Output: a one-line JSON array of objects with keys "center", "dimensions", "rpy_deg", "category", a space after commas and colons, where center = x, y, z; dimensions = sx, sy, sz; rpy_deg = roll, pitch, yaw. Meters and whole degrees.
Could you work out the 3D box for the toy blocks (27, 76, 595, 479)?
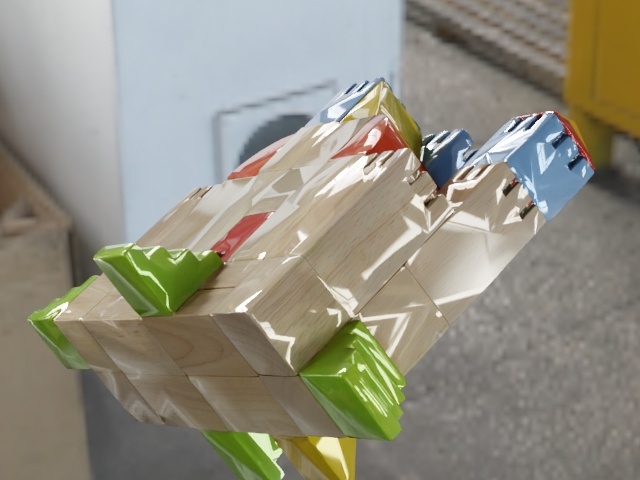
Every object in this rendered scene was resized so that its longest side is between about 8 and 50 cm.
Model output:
[{"center": [0.000, 0.000, 1.173], "dimensions": [0.261, 0.190, 0.381], "rpy_deg": [-45, 18, -25], "category": "toy blocks"}]
